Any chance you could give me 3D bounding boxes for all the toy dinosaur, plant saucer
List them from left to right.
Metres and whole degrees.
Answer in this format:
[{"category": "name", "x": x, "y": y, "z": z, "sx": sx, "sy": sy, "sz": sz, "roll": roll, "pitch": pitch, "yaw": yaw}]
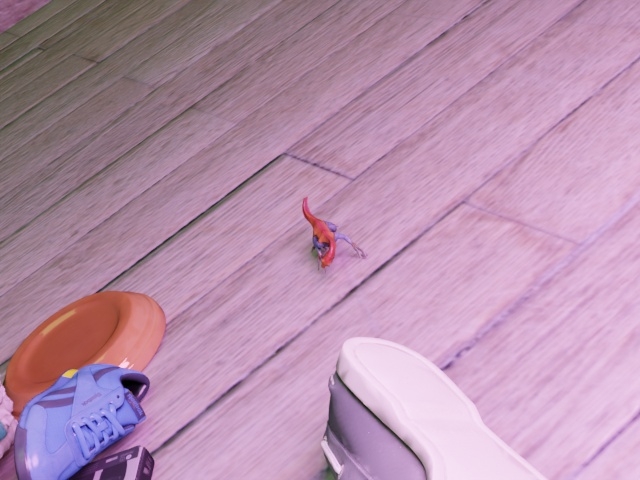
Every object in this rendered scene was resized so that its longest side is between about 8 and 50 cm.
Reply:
[{"category": "plant saucer", "x": -0.262, "y": 0.119, "z": 1.125, "sx": 0.200, "sy": 0.037, "sz": 0.200, "roll": -22, "pitch": 29, "yaw": 13}, {"category": "toy dinosaur", "x": 0.000, "y": 0.000, "z": 1.053, "sx": 0.047, "sy": 0.090, "sz": 0.082, "roll": -46, "pitch": -2, "yaw": 2}]

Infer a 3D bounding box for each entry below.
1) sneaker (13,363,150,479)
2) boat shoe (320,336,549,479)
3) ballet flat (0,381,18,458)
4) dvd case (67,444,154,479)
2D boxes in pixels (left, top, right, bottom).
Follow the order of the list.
[{"category": "sneaker", "x": -0.208, "y": 0.161, "z": 0.938, "sx": 0.082, "sy": 0.069, "sz": 0.209, "roll": -7, "pitch": 13, "yaw": 8}, {"category": "boat shoe", "x": 0.084, "y": 0.185, "z": 0.687, "sx": 0.319, "sy": 0.116, "sz": 0.099, "roll": 52, "pitch": 125, "yaw": 54}, {"category": "ballet flat", "x": -0.450, "y": 0.169, "z": 1.119, "sx": 0.409, "sy": 0.147, "sz": 0.147, "roll": 5, "pitch": 44, "yaw": 48}, {"category": "dvd case", "x": -0.235, "y": 0.283, "z": 0.850, "sx": 0.179, "sy": 0.029, "sz": 0.238, "roll": -21, "pitch": 30, "yaw": 15}]
